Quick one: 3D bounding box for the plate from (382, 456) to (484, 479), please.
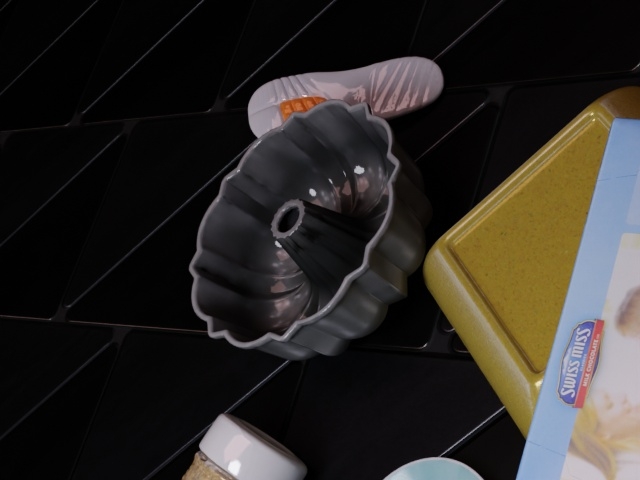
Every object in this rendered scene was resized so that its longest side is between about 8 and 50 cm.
[{"bbox_3d":[0.108,0.314,1.260,0.188,0.024,0.188,-23,49,29],"label":"plate"}]

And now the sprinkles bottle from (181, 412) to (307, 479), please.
[{"bbox_3d":[-0.156,0.372,1.386,0.121,0.121,0.355,28,84,48],"label":"sprinkles bottle"}]

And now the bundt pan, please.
[{"bbox_3d":[0.000,0.000,1.485,0.331,0.124,0.331,-26,47,32],"label":"bundt pan"}]

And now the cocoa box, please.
[{"bbox_3d":[0.321,0.108,0.966,0.231,0.228,0.347,7,68,30],"label":"cocoa box"}]

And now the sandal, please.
[{"bbox_3d":[0.037,-0.170,1.624,0.265,0.076,0.102,-9,70,14],"label":"sandal"}]

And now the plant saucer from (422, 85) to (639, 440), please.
[{"bbox_3d":[0.271,0.014,1.276,0.333,0.081,0.333,-42,43,11],"label":"plant saucer"}]
